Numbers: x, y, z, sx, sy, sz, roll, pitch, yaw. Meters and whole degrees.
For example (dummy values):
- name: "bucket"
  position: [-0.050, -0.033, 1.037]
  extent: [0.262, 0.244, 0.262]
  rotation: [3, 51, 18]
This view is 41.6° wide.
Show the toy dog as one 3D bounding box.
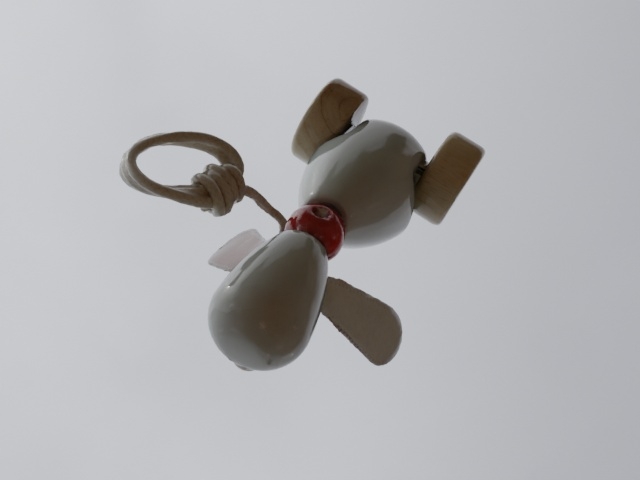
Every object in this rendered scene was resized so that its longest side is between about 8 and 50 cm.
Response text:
- name: "toy dog"
  position: [0.000, 0.000, 0.701]
  extent: [0.334, 0.161, 0.220]
  rotation: [-26, -121, -40]
